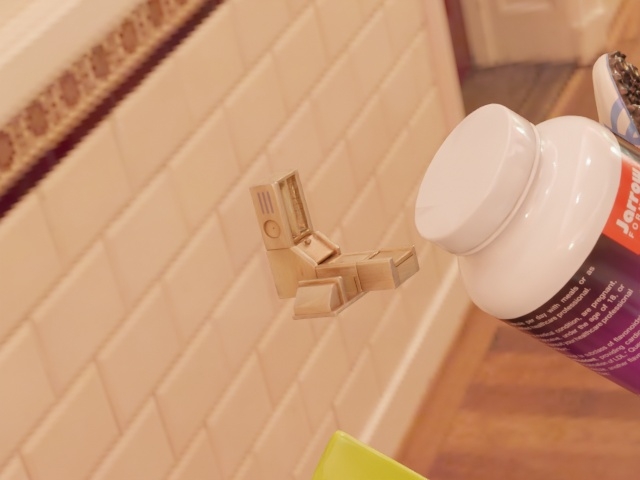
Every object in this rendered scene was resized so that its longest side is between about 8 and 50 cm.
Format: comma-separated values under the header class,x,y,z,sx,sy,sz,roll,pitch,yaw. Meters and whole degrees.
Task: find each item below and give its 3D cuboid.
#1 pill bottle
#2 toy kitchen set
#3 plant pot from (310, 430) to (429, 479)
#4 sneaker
class,x,y,z,sx,sy,sz,roll,pitch,yaw
pill bottle,0.244,0.016,1.264,0.181,0.323,0.181,-48,25,31
toy kitchen set,0.000,0.000,0.889,0.083,0.075,0.068,-6,16,32
plant pot,0.071,0.338,1.491,0.228,0.227,0.207,28,81,12
sneaker,0.283,-0.065,1.398,0.086,0.237,0.085,-9,33,22
